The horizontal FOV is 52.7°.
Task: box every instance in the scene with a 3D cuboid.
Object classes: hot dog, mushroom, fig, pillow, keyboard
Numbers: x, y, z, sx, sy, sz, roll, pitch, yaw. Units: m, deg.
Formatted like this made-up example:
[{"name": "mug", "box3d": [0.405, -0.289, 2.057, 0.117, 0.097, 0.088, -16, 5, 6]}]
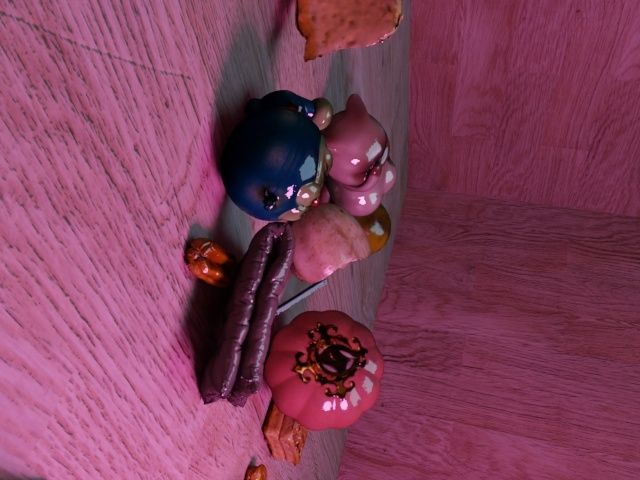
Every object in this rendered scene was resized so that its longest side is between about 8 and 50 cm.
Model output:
[{"name": "hot dog", "box3d": [-0.188, 0.041, 1.125, 0.165, 0.045, 0.071, 50, 51, -73]}, {"name": "mushroom", "box3d": [0.000, 0.000, 1.673, 0.254, 0.195, 0.188, -18, 86, -59]}, {"name": "fig", "box3d": [0.125, -0.060, 2.054, 0.207, 0.207, 0.229, 72, 30, -63]}, {"name": "pillow", "box3d": [-0.133, 0.143, 1.196, 0.228, 0.101, 0.326, 132, -27, -65]}, {"name": "keyboard", "box3d": [-0.058, 0.140, 1.582, 0.176, 0.055, 0.014, -29, 95, -38]}]

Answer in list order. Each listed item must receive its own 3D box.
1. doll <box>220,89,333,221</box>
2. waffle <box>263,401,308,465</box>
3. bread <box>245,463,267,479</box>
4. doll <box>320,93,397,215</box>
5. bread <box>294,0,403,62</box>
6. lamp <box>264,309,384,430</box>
[{"name": "doll", "box3d": [-0.079, -0.157, 1.171, 0.198, 0.186, 0.321, -54, -158, 31]}, {"name": "waffle", "box3d": [-0.068, 0.451, 1.821, 0.212, 0.091, 0.307, 83, 20, -51]}, {"name": "bread", "box3d": [-0.162, 0.602, 1.616, 0.081, 0.046, 0.083, 82, 22, -44]}, {"name": "doll", "box3d": [0.103, -0.219, 1.838, 0.215, 0.226, 0.370, -42, 163, -9]}, {"name": "bread", "box3d": [0.044, -0.568, 1.272, 0.279, 0.249, 0.315, 75, 13, -49]}, {"name": "lamp", "box3d": [0.007, 0.328, 1.639, 0.239, 0.306, 0.305, 115, -9, -66]}]
